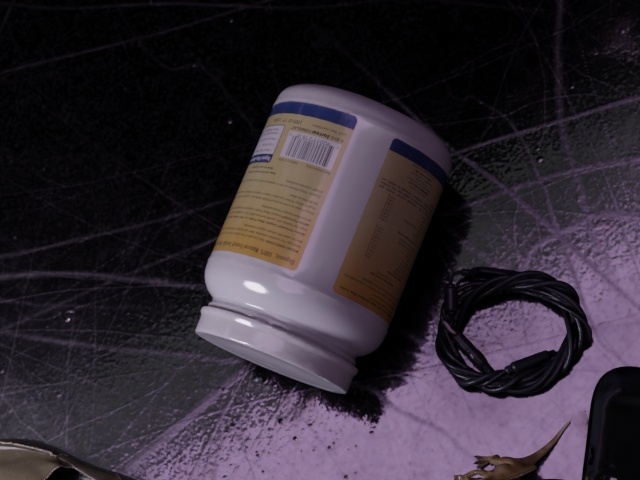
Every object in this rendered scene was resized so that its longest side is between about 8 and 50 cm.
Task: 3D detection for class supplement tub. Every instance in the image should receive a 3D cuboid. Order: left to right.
[{"bbox_3d":[0.000,0.000,1.840,0.228,0.228,0.316,20,80,16],"label":"supplement tub"}]

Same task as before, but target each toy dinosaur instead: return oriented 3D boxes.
[{"bbox_3d":[0.217,0.267,1.802,0.092,0.183,0.053,-22,88,48],"label":"toy dinosaur"}]

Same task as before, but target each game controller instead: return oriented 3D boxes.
[{"bbox_3d":[0.371,0.303,1.753,0.166,0.067,0.319,10,76,-2],"label":"game controller"}]

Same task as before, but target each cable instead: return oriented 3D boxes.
[{"bbox_3d":[0.229,0.109,1.858,0.184,0.047,0.151,9,77,13],"label":"cable"}]

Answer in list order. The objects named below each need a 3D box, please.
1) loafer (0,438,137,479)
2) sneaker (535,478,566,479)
[{"bbox_3d":[-0.335,0.293,1.904,0.251,0.087,0.094,9,77,14],"label":"loafer"},{"bbox_3d":[0.213,0.336,1.787,0.234,0.097,0.084,-5,55,-14],"label":"sneaker"}]
